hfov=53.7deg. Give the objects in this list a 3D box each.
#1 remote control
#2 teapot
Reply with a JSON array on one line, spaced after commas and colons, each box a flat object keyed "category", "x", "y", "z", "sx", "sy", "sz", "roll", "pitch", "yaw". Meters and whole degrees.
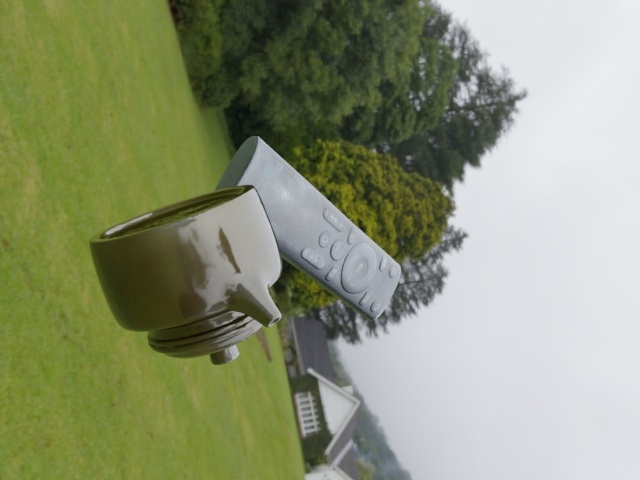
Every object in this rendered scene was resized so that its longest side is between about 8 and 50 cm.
[{"category": "remote control", "x": 0.000, "y": 0.000, "z": 0.902, "sx": 0.044, "sy": 0.107, "sz": 0.377, "roll": 23, "pitch": -12, "yaw": 45}, {"category": "teapot", "x": -0.137, "y": 0.049, "z": 0.679, "sx": 0.268, "sy": 0.186, "sz": 0.175, "roll": -2, "pitch": -73, "yaw": 49}]
